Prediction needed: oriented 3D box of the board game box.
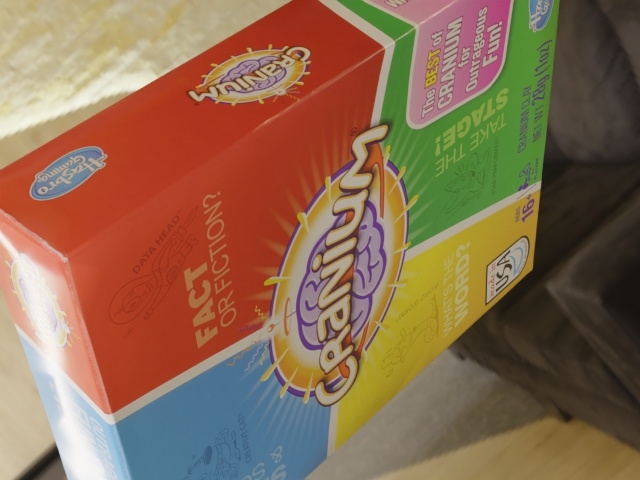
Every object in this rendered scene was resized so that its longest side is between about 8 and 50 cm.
[{"bbox_3d":[0.000,0.000,0.566,0.316,0.064,0.242,-38,-38,-31],"label":"board game box"}]
